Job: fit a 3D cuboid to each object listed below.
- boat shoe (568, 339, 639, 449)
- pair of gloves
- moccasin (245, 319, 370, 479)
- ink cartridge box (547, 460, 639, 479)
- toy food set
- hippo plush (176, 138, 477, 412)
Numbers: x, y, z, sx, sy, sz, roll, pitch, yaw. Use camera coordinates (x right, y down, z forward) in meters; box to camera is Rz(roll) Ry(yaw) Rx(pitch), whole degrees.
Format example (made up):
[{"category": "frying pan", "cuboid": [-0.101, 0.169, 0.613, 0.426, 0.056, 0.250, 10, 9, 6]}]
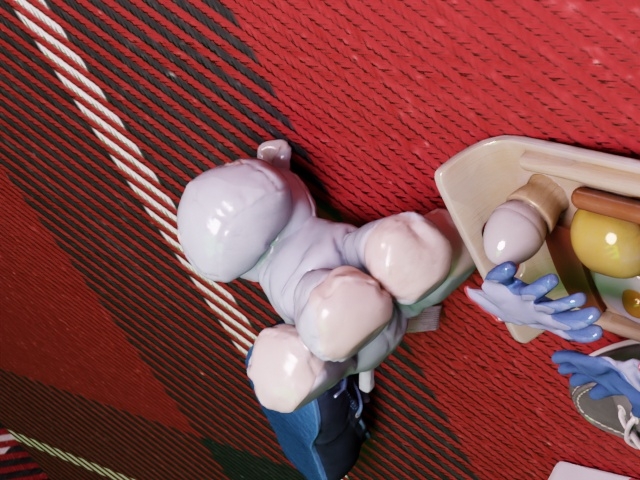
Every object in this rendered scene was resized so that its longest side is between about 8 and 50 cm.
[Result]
[{"category": "boat shoe", "cuboid": [0.337, 0.154, 1.056, 0.335, 0.095, 0.112, -5, 129, 51]}, {"category": "pair of gloves", "cuboid": [0.207, 0.082, 0.993, 0.198, 0.023, 0.159, 38, 167, -10]}, {"category": "moccasin", "cuboid": [-0.006, 0.177, 1.465, 0.137, 0.117, 0.342, 39, 159, 23]}, {"category": "ink cartridge box", "cuboid": [0.365, 0.385, 1.344, 0.197, 0.114, 0.273, 6, 140, 43]}, {"category": "toy food set", "cuboid": [0.242, 0.043, 0.968, 0.306, 0.092, 0.220, 20, 148, 49]}, {"category": "hippo plush", "cuboid": [0.000, 0.000, 1.160, 0.236, 0.234, 0.294, 49, -163, 14]}]
